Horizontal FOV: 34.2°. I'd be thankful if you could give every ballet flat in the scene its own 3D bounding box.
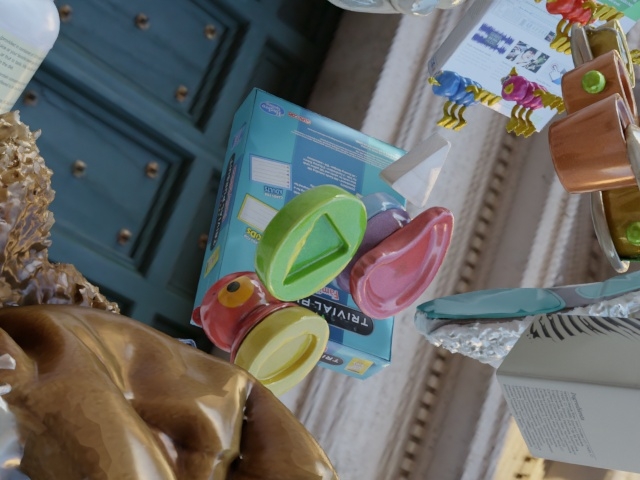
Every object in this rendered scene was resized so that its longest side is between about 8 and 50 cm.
[{"bbox_3d":[0.333,0.120,1.360,0.408,0.147,0.147,-9,-128,3],"label":"ballet flat"}]

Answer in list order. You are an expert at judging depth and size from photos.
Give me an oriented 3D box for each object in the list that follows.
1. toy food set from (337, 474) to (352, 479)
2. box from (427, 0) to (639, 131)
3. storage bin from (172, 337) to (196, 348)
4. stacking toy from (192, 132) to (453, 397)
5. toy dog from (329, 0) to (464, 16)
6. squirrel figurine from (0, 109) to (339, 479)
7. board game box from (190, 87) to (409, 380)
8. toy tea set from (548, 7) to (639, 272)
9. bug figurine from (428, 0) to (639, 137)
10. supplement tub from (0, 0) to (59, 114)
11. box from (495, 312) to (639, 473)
[{"bbox_3d":[0.025,0.455,1.774,0.219,0.306,0.092,9,-103,48],"label":"toy food set"},{"bbox_3d":[0.355,-0.342,1.659,0.322,0.232,0.058,-51,-152,36],"label":"box"},{"bbox_3d":[-0.250,0.230,1.504,0.084,0.122,0.180,2,-94,22],"label":"storage bin"},{"bbox_3d":[0.000,0.000,1.159,0.309,0.279,0.130,-30,-125,-29],"label":"stacking toy"},{"bbox_3d":[0.032,-0.464,1.382,0.395,0.408,0.285,39,-52,12],"label":"toy dog"},{"bbox_3d":[-0.239,0.085,0.646,0.281,0.370,0.397,-42,-133,7],"label":"squirrel figurine"},{"bbox_3d":[-0.017,-0.010,1.398,0.079,0.253,0.336,-42,-147,53],"label":"board game box"},{"bbox_3d":[0.295,-0.091,0.916,0.124,0.200,0.336,-15,-160,25],"label":"toy tea set"},{"bbox_3d":[0.284,-0.234,1.366,0.279,0.216,0.072,-33,-124,36],"label":"bug figurine"},{"bbox_3d":[-0.409,-0.195,1.026,0.325,0.235,0.235,-55,-140,4],"label":"supplement tub"},{"bbox_3d":[0.298,0.135,0.894,0.275,0.113,0.094,0,-145,44],"label":"box"}]
